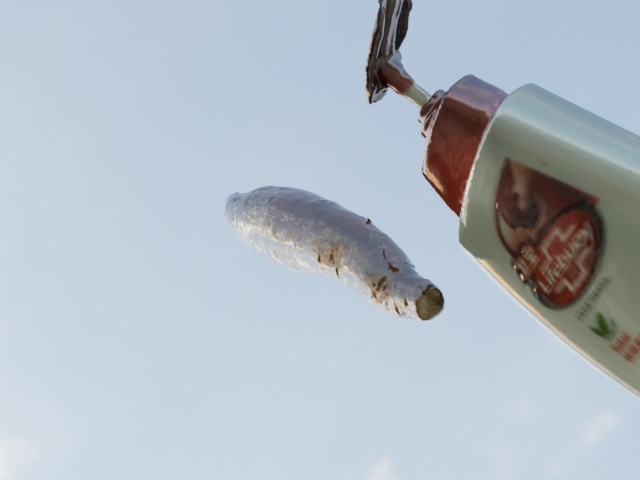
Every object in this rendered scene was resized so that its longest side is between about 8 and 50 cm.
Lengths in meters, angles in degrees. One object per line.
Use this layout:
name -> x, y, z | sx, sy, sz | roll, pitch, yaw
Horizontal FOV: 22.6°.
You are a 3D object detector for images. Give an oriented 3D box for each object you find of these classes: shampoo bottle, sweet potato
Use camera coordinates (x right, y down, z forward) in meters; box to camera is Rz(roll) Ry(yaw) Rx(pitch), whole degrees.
shampoo bottle -> 0.134, -0.029, 0.913 | 0.284, 0.071, 0.153 | 37, -48, 11
sweet potato -> -0.001, 0.000, 1.031 | 0.057, 0.264, 0.057 | -7, -75, -27
